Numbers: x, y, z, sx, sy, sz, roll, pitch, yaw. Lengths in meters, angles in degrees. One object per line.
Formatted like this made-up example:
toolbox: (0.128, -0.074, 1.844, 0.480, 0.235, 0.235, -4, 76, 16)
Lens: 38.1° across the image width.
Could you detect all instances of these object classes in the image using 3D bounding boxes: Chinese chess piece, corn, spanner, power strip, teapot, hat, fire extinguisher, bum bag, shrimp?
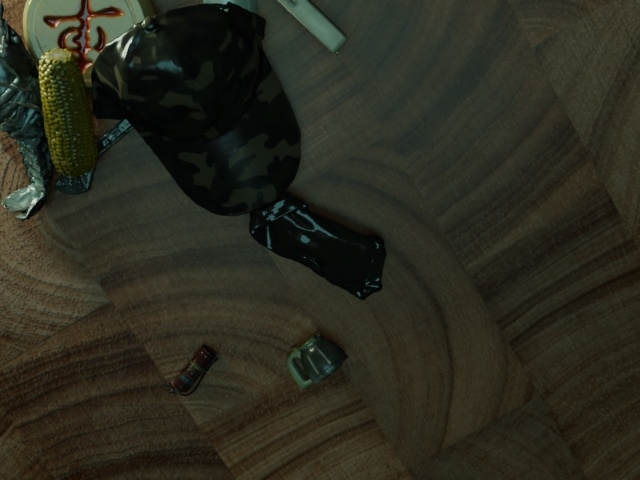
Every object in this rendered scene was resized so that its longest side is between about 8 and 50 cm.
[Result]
Chinese chess piece: (-0.433, -0.401, 1.748, 0.250, 0.097, 0.251, -1, 104, -3)
corn: (-0.471, -0.231, 1.719, 0.091, 0.091, 0.260, 3, 132, 3)
spanner: (-0.407, -0.206, 1.835, 0.325, 0.026, 0.093, -40, 103, 7)
power strip: (-0.088, -0.487, 1.733, 0.367, 0.106, 0.043, 42, 101, -11)
teapot: (-0.014, 0.250, 1.935, 0.124, 0.092, 0.091, -39, 86, 1)
hat: (-0.203, -0.226, 1.709, 0.366, 0.257, 0.382, -32, 93, 5)
fire extinguisher: (-0.272, 0.281, 1.958, 0.056, 0.039, 0.132, 38, 100, -1)
bum bag: (0.000, 0.000, 1.880, 0.326, 0.080, 0.142, 30, 109, -12)
shrimp: (-0.588, -0.238, 1.749, 0.166, 0.221, 0.411, -35, 130, -27)

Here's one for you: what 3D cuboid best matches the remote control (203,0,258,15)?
remote control: (-0.164, -0.360, 1.792, 0.103, 0.051, 0.293, -7, 107, -5)
